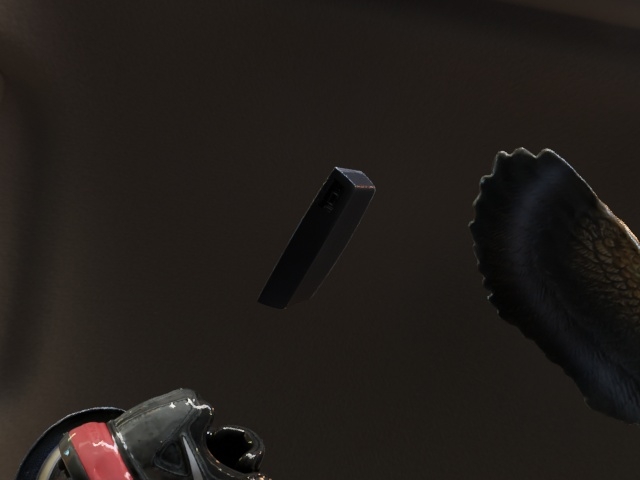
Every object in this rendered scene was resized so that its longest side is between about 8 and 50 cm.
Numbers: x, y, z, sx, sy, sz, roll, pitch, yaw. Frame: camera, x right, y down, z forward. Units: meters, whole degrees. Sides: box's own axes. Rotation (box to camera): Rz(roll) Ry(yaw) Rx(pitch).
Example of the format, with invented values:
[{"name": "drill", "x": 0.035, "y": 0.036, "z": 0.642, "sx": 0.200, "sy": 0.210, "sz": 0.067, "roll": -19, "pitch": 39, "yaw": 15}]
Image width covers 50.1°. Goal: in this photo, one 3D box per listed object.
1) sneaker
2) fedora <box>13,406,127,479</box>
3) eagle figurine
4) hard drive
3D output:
[{"name": "sneaker", "x": -0.084, "y": 0.228, "z": 0.545, "sx": 0.135, "sy": 0.098, "sz": 0.276, "roll": -34, "pitch": -64, "yaw": -19}, {"name": "fedora", "x": -0.331, "y": 0.439, "z": 1.110, "sx": 0.153, "sy": 0.334, "sz": 0.333, "roll": -17, "pitch": -92, "yaw": 44}, {"name": "eagle figurine", "x": 0.279, "y": 0.047, "z": 0.514, "sx": 0.226, "sy": 0.298, "sz": 0.225, "roll": 22, "pitch": -60, "yaw": -33}, {"name": "hard drive", "x": 0.000, "y": 0.000, "z": 1.149, "sx": 0.054, "sy": 0.172, "sz": 0.254, "roll": 34, "pitch": -77, "yaw": 14}]
